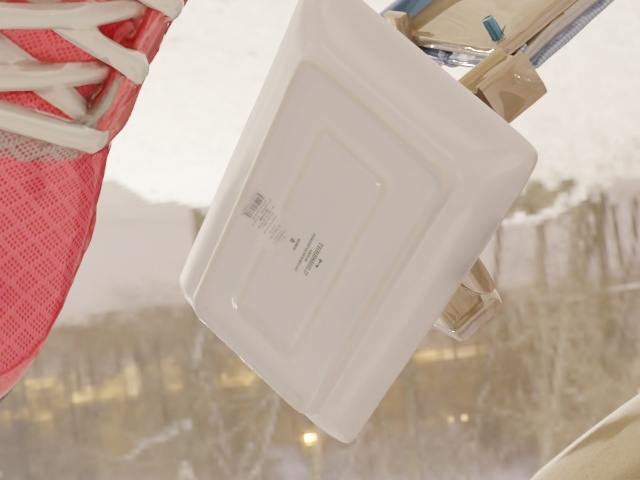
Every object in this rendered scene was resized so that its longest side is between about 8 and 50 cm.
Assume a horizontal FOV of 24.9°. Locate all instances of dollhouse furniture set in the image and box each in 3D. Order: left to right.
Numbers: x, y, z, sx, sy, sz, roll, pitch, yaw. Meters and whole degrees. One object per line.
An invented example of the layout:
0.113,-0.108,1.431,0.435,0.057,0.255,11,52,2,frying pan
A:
0.161,-0.095,1.121,0.303,0.198,0.286,-41,-156,-12,dollhouse furniture set

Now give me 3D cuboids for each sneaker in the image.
-0.069,-0.098,0.366,0.136,0.313,0.116,12,180,45,sneaker

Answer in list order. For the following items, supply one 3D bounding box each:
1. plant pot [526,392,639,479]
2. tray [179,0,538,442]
0.254,0.156,0.788,0.274,0.256,0.256,-24,166,31,plant pot
0.000,0.000,0.759,0.030,0.145,0.270,-36,163,-39,tray
